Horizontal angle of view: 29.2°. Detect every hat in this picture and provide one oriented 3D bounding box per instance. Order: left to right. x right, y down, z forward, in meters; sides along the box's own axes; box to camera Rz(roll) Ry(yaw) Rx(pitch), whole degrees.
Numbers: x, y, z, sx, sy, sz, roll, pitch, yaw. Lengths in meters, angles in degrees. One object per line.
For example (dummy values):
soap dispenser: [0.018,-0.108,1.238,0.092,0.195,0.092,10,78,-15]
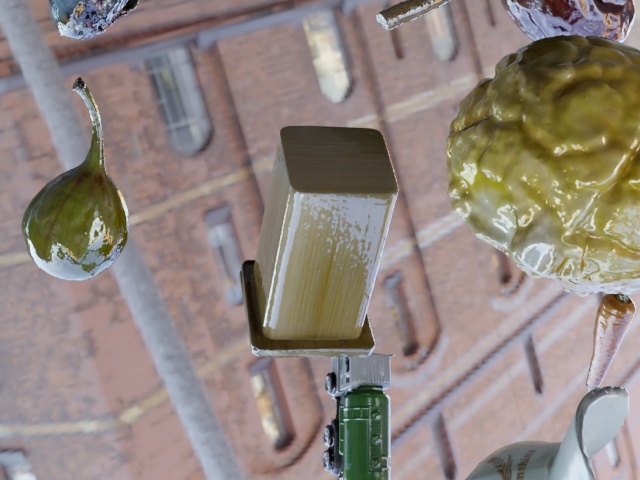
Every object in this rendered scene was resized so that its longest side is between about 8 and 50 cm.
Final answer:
hat: [0.248,0.291,1.425,0.168,0.301,0.258,16,-136,7]

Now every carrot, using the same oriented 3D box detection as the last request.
carrot: [0.491,0.181,2.132,0.061,0.256,0.061,5,-140,-4]

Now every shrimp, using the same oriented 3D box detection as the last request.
shrimp: [-0.251,-0.382,1.491,0.137,0.172,0.372,-50,-163,40]

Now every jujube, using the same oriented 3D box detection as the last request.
jujube: [0.395,-0.383,1.968,0.183,0.183,0.243,-7,163,44]

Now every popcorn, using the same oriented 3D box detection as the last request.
popcorn: [0.370,-0.106,1.691,0.390,0.354,0.344,-25,-156,11]

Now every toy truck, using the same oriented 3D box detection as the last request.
toy truck: [0.070,0.307,2.084,0.101,0.242,0.125,5,166,-18]

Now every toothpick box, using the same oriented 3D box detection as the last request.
toothpick box: [0.000,0.000,1.754,0.188,0.308,0.190,2,-137,-12]

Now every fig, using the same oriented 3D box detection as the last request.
fig: [-0.276,-0.071,1.416,0.124,0.236,0.124,9,-168,-2]

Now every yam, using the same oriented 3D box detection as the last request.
yam: [0.136,-0.309,1.588,0.145,0.032,0.032,-30,-166,-22]
